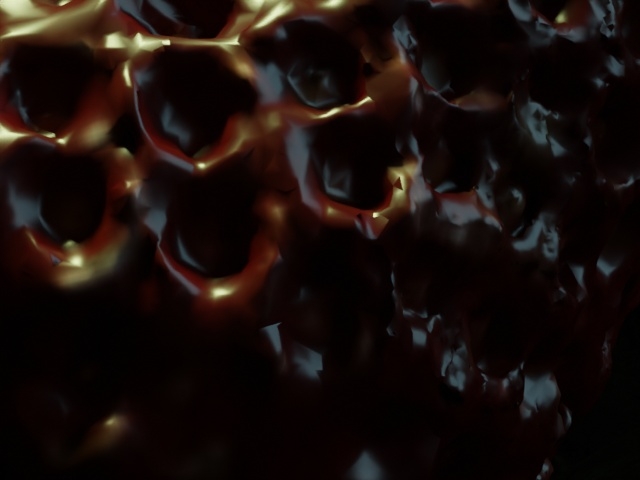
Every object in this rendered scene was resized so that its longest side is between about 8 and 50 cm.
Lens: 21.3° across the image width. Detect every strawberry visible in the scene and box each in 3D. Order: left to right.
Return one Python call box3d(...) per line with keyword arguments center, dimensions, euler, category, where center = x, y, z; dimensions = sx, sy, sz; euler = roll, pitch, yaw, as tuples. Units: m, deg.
box3d(center=(0.000, 0.000, 0.602), dimensions=(0.317, 0.345, 0.295), euler=(57, 3, -25), category="strawberry")
